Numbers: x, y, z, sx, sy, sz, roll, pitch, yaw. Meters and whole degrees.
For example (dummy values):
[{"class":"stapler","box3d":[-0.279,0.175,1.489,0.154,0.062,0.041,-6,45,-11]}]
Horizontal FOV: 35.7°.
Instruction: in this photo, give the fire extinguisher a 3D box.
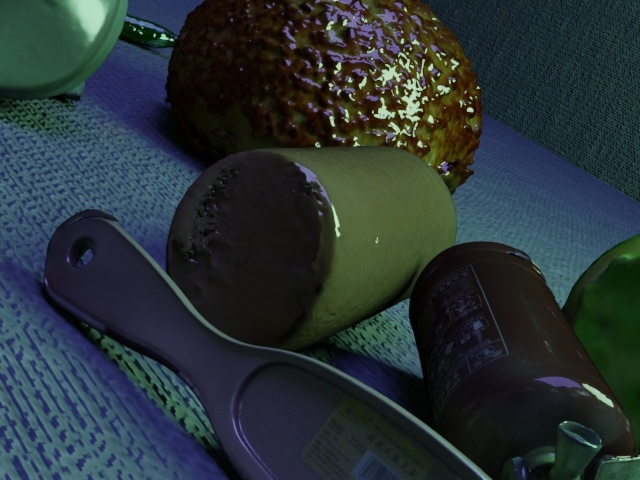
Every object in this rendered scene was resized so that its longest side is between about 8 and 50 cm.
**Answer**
[{"class":"fire extinguisher","box3d":[0.103,0.089,0.533,0.104,0.105,0.269,24,16,-8]}]

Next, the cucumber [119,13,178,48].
[{"class":"cucumber","box3d":[-0.255,-0.287,1.355,0.155,0.037,0.037,18,17,-19]}]

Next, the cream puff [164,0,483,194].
[{"class":"cream puff","box3d":[0.016,-0.160,1.011,0.350,0.229,0.350,24,18,-8]}]

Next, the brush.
[{"class":"brush","box3d":[-0.030,0.076,0.476,0.312,0.072,0.067,32,-7,33]}]

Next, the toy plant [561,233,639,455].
[{"class":"toy plant","box3d":[0.280,0.088,0.736,0.224,0.185,0.316,13,0,17]}]

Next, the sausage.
[{"class":"sausage","box3d":[0.000,0.000,0.637,0.123,0.123,0.253,30,16,16]}]

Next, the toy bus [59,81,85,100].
[{"class":"toy bus","box3d":[-0.307,-0.242,0.997,0.137,0.113,0.317,6,22,-27]}]

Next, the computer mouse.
[{"class":"computer mouse","box3d":[-0.312,-0.224,0.770,0.330,0.197,0.095,11,-21,-23]}]
